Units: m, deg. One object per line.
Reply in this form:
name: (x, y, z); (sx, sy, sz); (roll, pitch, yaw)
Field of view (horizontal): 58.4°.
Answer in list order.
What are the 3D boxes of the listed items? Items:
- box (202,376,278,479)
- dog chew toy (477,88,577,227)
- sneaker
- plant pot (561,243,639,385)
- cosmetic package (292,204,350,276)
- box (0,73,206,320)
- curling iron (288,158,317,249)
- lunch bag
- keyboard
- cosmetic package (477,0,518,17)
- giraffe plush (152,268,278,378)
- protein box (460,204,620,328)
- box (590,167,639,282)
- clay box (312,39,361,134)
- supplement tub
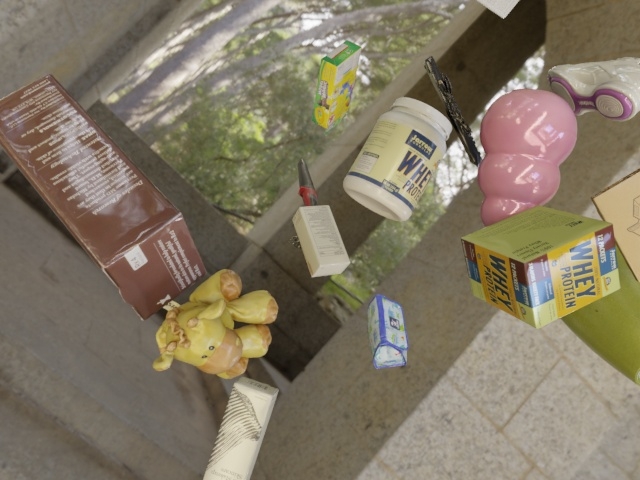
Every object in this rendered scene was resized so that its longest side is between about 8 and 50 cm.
box: (-0.207, 0.507, 1.492); (0.113, 0.275, 0.094); (17, -1, 6)
dog chew toy: (0.445, -0.161, 1.282); (0.207, 0.332, 0.206); (12, 4, -1)
sneaker: (0.660, -0.362, 1.334); (0.114, 0.152, 0.305); (58, -3, -31)
plant pot: (0.710, 0.178, 1.316); (0.275, 0.275, 0.293); (47, 18, -35)
cosmetic package: (0.000, 0.000, 0.955); (0.041, 0.060, 0.115); (-55, -134, 51)
box: (-0.360, -0.073, 0.915); (0.381, 0.143, 0.191); (45, -20, 23)
curling iron: (-0.034, -0.081, 1.118); (0.035, 0.068, 0.274); (40, 29, -34)
lunch bag: (0.154, 0.215, 1.352); (0.151, 0.096, 0.129); (64, 18, -54)
keyboard: (0.357, -0.342, 1.518); (0.317, 0.033, 0.201); (61, 13, -7)
cosmetic package: (0.307, -0.561, 1.177); (0.231, 0.085, 0.117); (14, 38, -31)
giraffe plush: (-0.173, 0.139, 0.883); (0.210, 0.181, 0.170); (15, 2, -9)
protein box: (0.420, 0.042, 1.108); (0.201, 0.200, 0.136); (-146, -143, -67)
box: (0.648, -0.043, 1.117); (0.201, 0.164, 0.021); (57, 6, -9)
clay box: (0.039, -0.397, 1.509); (0.053, 0.127, 0.222); (31, -38, 15)
supplement tub: (0.240, -0.248, 1.762); (0.235, 0.325, 0.235); (29, -4, 2)
